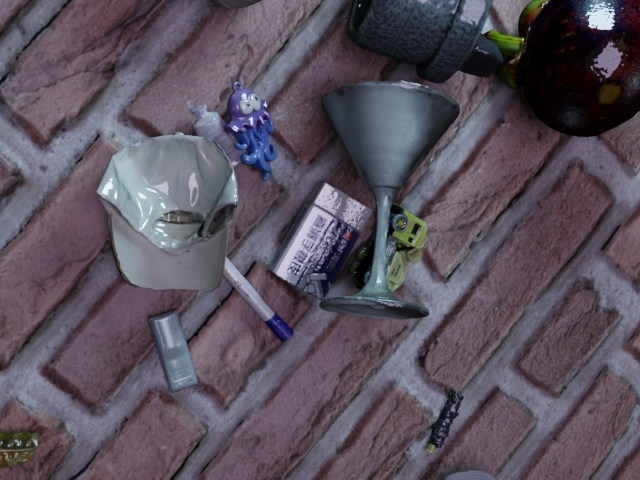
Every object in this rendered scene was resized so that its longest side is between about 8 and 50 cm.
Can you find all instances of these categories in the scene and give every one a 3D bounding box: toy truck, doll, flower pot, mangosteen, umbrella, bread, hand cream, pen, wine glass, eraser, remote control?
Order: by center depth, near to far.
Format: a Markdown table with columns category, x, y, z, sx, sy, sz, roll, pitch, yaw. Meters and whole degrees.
| category | x | y | z | sx | sy | sz | roll | pitch | yaw |
| --- | --- | --- | --- | --- | --- | --- | --- | --- | --- |
| wine glass | 0.118 | -0.064 | 1.810 | 0.267 | 0.267 | 0.406 | 8 | 80 | -18 |
| bread | -0.590 | 0.395 | 1.824 | 0.110 | 0.060 | 0.066 | 2 | 82 | -18 |
| flower pot | 0.225 | -0.462 | 1.839 | 0.282 | 0.299 | 0.299 | 19 | 92 | -10 |
| hand cream | -0.203 | -0.199 | 1.864 | 0.084 | 0.053 | 0.142 | -34 | 121 | -9 |
| doll | -0.130 | -0.210 | 1.865 | 0.110 | 0.067 | 0.206 | -41 | 123 | -38 |
| remote control | -0.289 | 0.220 | 1.904 | 0.061 | 0.029 | 0.162 | -18 | 103 | -12 |
| mangosteen | 0.505 | -0.372 | 1.925 | 0.359 | 0.306 | 0.306 | 25 | 90 | 2 |
| pen | -0.147 | 0.099 | 1.928 | 0.033 | 0.033 | 0.269 | -42 | 107 | -7 |
| eraser | 0.000 | 0.000 | 1.939 | 0.124 | 0.068 | 0.210 | 30 | 88 | -16 |
| toy truck | 0.149 | 0.029 | 1.980 | 0.116 | 0.085 | 0.191 | 26 | 91 | -28 |
| umbrella | 0.269 | 0.395 | 2.095 | 0.037 | 0.040 | 0.144 | 25 | 92 | -27 |

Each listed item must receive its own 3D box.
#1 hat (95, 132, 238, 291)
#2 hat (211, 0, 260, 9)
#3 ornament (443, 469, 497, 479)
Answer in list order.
| category | x | y | z | sx | sy | sz | roll | pitch | yaw |
| --- | --- | --- | --- | --- | --- | --- | --- | --- | --- |
| hat | -0.265 | -0.039 | 1.828 | 0.257 | 0.168 | 0.302 | 5 | 123 | 6 |
| hat | -0.189 | -0.547 | 1.755 | 0.275 | 0.161 | 0.232 | 43 | 70 | -8 |
| ornament | 0.315 | 0.581 | 2.069 | 0.177 | 0.177 | 0.178 | -3 | 99 | -16 |
